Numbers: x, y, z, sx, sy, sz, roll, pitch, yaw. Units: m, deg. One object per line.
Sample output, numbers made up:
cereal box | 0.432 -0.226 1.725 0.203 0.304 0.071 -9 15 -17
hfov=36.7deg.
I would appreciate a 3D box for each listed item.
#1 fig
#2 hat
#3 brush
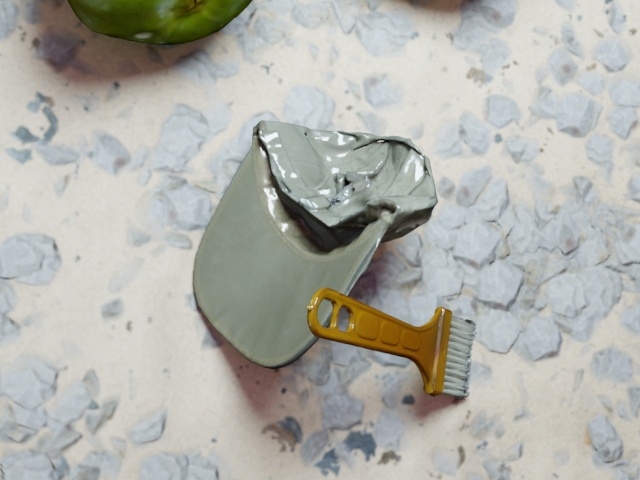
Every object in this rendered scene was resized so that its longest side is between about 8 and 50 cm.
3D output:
fig | -0.151 -0.343 0.898 0.233 0.233 0.314 -8 91 -15
hat | 0.000 0.000 0.958 0.149 0.214 0.244 6 113 -47
brush | 0.075 0.093 0.914 0.314 0.017 0.090 24 71 -54
